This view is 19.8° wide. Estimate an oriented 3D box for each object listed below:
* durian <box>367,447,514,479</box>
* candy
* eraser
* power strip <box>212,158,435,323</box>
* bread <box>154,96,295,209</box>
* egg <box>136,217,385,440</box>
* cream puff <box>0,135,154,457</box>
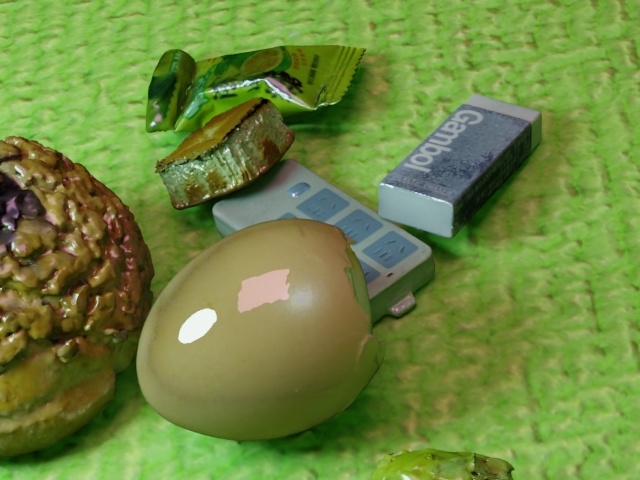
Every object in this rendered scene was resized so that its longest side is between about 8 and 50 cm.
[{"bbox_3d":[0.103,0.243,1.621,0.375,0.106,0.132,6,41,14],"label":"durian"},{"bbox_3d":[-0.076,-0.176,2.133,0.246,0.069,0.149,-7,38,15],"label":"candy"},{"bbox_3d":[0.151,-0.083,1.962,0.092,0.046,0.212,18,41,26],"label":"eraser"},{"bbox_3d":[0.000,0.000,1.945,0.118,0.046,0.270,-37,47,-22],"label":"power strip"},{"bbox_3d":[-0.107,-0.095,2.020,0.128,0.069,0.140,-18,20,37],"label":"bread"},{"bbox_3d":[-0.059,0.091,1.750,0.244,0.201,0.201,-25,44,-9],"label":"egg"},{"bbox_3d":[-0.335,0.040,1.857,0.327,0.231,0.343,-5,43,5],"label":"cream puff"}]
